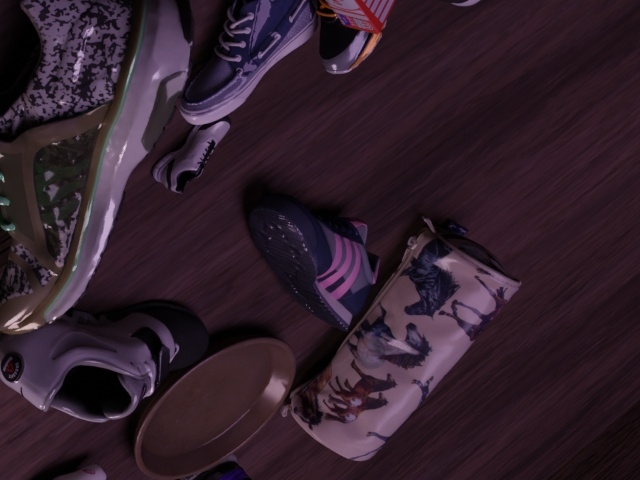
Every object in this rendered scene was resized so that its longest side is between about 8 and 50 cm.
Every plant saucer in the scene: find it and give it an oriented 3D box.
[{"bbox_3d":[-0.157,0.235,1.657,0.278,0.041,0.278,-30,147,-23],"label":"plant saucer"}]

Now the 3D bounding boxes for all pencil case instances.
[{"bbox_3d":[0.116,0.161,1.774,0.410,0.183,0.160,-52,176,13],"label":"pencil case"}]

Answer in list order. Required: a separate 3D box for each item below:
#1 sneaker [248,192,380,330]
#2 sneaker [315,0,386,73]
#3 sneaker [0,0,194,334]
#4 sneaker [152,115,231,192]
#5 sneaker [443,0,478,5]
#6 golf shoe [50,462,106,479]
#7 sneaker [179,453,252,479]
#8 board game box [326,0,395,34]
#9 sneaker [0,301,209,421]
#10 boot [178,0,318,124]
[{"bbox_3d":[0.000,0.000,1.524,0.131,0.112,0.319,-55,154,-16],"label":"sneaker"},{"bbox_3d":[0.024,-0.283,1.199,0.083,0.084,0.214,3,100,-39],"label":"sneaker"},{"bbox_3d":[-0.275,-0.087,1.101,0.182,0.158,0.410,19,119,-22],"label":"sneaker"},{"bbox_3d":[-0.137,-0.097,1.288,0.109,0.044,0.040,-46,147,0],"label":"sneaker"},{"bbox_3d":[0.172,-0.382,1.247,0.147,0.104,0.295,-16,143,-45],"label":"sneaker"},{"bbox_3d":[-0.344,0.424,1.606,0.120,0.105,0.272,-32,148,-33],"label":"golf shoe"},{"bbox_3d":[-0.212,0.468,1.762,0.293,0.146,0.102,-42,148,-4],"label":"sneaker"},{"bbox_3d":[0.051,-0.312,1.055,0.193,0.045,0.147,-64,149,-8],"label":"board game box"},{"bbox_3d":[-0.241,0.159,1.375,0.331,0.146,0.122,1,126,-51],"label":"sneaker"},{"bbox_3d":[-0.087,-0.211,1.200,0.190,0.069,0.086,-46,145,-15],"label":"boot"}]
